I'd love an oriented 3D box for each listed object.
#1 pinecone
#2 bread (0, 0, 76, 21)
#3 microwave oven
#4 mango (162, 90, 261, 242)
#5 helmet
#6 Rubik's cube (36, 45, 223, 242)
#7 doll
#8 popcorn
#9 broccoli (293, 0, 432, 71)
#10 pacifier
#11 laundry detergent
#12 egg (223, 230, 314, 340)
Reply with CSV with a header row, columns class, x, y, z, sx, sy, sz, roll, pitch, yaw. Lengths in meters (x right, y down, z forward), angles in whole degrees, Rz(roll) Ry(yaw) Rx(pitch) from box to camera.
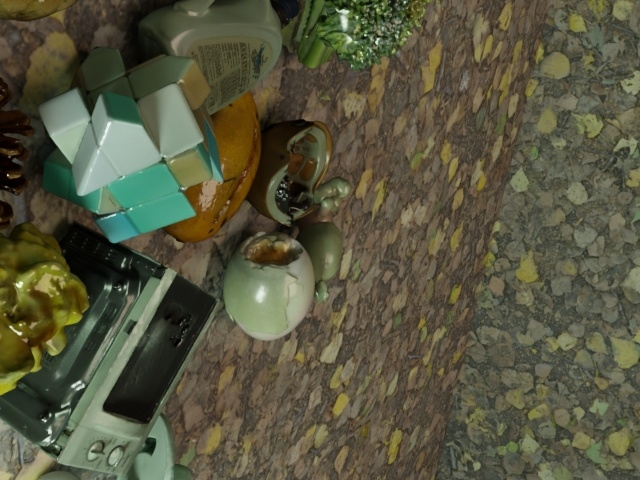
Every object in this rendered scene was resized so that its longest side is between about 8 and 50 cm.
class,x,y,z,sx,sy,sz,roll,pitch,yaw
pinecone,-0.420,-0.101,0.916,0.212,0.168,0.185,-67,170,26
bread,-0.350,-0.362,0.906,0.230,0.123,0.230,-46,150,-36
microwave oven,-0.328,0.154,1.179,0.295,0.237,0.181,-62,151,-9
mango,-0.176,-0.130,1.376,0.295,0.120,0.177,-62,154,-13
helmet,-0.076,-0.141,1.538,0.224,0.130,0.199,-53,154,-46
Rubik's cube,-0.266,-0.147,1.103,0.265,0.224,0.213,-20,142,4
doll,-0.011,-0.006,1.715,0.155,0.113,0.275,145,-43,-63
popcorn,-0.401,0.089,1.011,0.235,0.216,0.181,-45,114,-22
broccoli,0.079,-0.433,1.423,0.302,0.249,0.375,91,-8,-51
pacifier,-0.369,0.455,1.386,0.269,0.288,0.344,20,68,-26
laundry detergent,-0.142,-0.323,1.263,0.280,0.105,0.215,-39,151,-24
egg,-0.103,0.101,1.606,0.183,0.183,0.217,-40,148,-42
